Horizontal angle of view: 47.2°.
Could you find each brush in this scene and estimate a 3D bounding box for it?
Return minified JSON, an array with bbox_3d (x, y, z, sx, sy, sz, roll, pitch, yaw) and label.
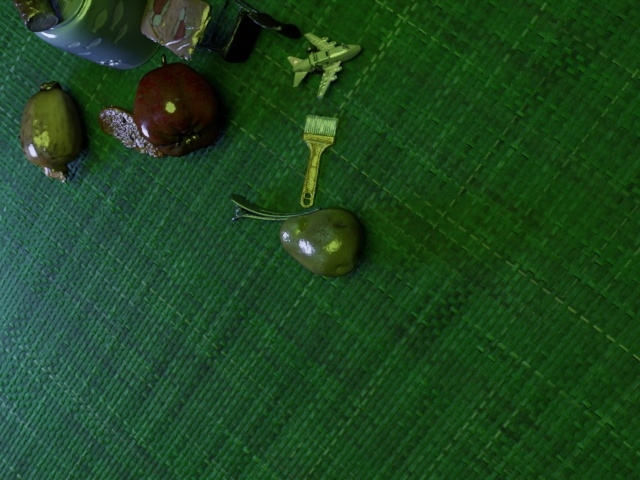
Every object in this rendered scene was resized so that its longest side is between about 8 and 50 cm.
[{"bbox_3d":[-0.013,-0.181,1.698,0.083,0.010,0.218,12,97,19],"label":"brush"}]

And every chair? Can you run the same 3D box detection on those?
[{"bbox_3d":[-0.176,-0.474,1.683,0.221,0.140,0.145,29,105,12],"label":"chair"}]

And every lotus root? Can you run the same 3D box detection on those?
[{"bbox_3d":[-0.692,-0.280,1.874,0.155,0.140,0.256,-9,83,14],"label":"lotus root"}]

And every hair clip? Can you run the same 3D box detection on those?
[{"bbox_3d":[-0.104,-0.068,1.722,0.230,0.039,0.070,6,114,15],"label":"hair clip"}]

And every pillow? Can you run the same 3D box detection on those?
[{"bbox_3d":[-0.323,-0.493,1.635,0.248,0.049,0.135,37,107,42],"label":"pillow"}]

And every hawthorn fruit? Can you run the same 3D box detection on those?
[{"bbox_3d":[-0.339,-0.329,1.719,0.208,0.208,0.248,-25,65,19],"label":"hawthorn fruit"}]

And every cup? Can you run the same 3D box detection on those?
[{"bbox_3d":[-0.503,-0.586,1.722,0.357,0.274,0.259,-34,81,19],"label":"cup"}]

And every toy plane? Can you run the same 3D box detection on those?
[{"bbox_3d":[0.009,-0.409,1.656,0.171,0.066,0.162,-18,74,24],"label":"toy plane"}]

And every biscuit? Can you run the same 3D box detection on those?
[{"bbox_3d":[-0.479,-0.275,1.816,0.206,0.126,0.025,24,57,19],"label":"biscuit"}]

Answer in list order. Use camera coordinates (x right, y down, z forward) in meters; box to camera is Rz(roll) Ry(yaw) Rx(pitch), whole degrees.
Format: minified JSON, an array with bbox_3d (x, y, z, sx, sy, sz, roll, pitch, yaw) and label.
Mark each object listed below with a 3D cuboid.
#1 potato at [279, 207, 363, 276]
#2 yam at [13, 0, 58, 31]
[{"bbox_3d":[0.000,0.000,1.626,0.194,0.157,0.157,11,96,18],"label":"potato"},{"bbox_3d":[-0.630,-0.529,1.585,0.079,0.079,0.141,-26,85,19],"label":"yam"}]
